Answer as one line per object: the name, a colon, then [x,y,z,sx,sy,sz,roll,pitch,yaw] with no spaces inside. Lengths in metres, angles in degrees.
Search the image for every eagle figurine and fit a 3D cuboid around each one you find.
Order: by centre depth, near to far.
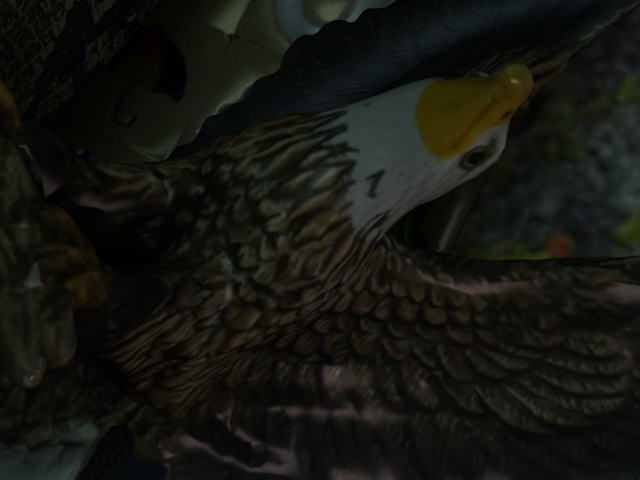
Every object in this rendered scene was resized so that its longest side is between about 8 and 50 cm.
eagle figurine: [0.008,-0.001,0.598,0.225,0.298,0.226,14,97,47]

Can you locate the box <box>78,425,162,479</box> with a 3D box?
box: [-0.070,0.112,0.674,0.183,0.059,0.232,-46,72,0]

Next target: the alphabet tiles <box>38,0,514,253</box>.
alphabet tiles: [-0.033,-0.140,0.768,0.285,0.011,0.343,24,81,16]

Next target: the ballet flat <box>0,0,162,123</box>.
ballet flat: [-0.256,-0.048,0.621,0.482,0.182,0.164,-23,92,-2]
